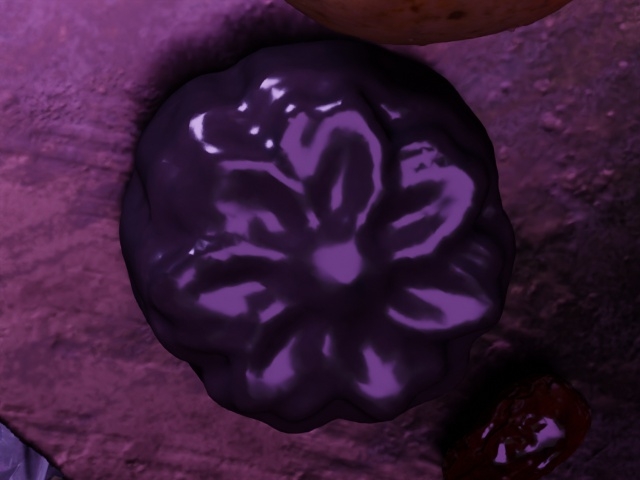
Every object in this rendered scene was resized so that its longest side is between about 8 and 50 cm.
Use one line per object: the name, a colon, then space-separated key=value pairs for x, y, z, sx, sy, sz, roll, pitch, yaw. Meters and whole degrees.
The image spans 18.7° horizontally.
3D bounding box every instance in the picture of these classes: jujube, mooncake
jujube: x=0.150 y=0.155 z=1.517 sx=0.129 sy=0.077 sz=0.077 roll=-38 pitch=116 yaw=16
mooncake: x=0.000 y=0.000 z=1.379 sx=0.283 sy=0.141 sz=0.283 roll=-4 pitch=112 yaw=-9

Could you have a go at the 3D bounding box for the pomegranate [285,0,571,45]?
pomegranate: x=0.068 y=-0.252 z=1.215 sx=0.281 sy=0.281 sz=0.281 roll=-5 pitch=115 yaw=-10

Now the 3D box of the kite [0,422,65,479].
kite: x=-0.226 y=0.210 z=1.492 sx=0.245 sy=0.015 sz=0.141 roll=27 pitch=107 yaw=-22
